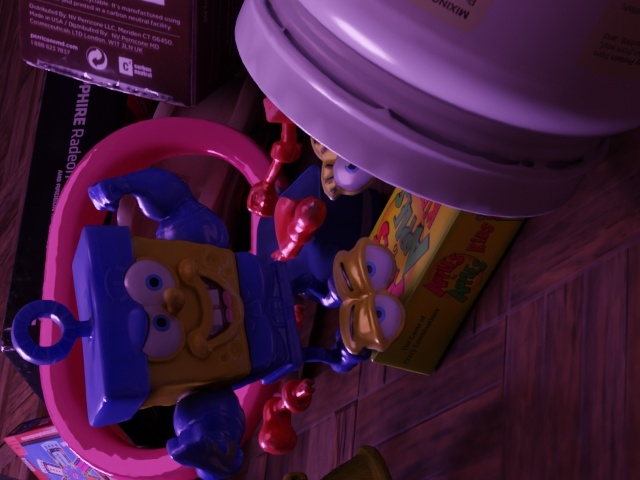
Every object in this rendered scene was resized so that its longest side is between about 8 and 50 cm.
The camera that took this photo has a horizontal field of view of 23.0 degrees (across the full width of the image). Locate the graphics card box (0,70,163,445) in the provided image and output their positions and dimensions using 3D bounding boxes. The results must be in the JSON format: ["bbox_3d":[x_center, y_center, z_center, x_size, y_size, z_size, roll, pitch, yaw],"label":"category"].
[{"bbox_3d":[-0.200,-0.017,1.481,0.233,0.094,0.371,74,-162,-59],"label":"graphics card box"}]

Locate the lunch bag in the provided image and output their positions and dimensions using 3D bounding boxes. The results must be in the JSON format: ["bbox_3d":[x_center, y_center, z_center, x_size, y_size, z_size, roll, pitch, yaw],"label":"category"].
[{"bbox_3d":[0.000,0.000,1.129,0.098,0.065,0.067,-40,37,43],"label":"lunch bag"}]

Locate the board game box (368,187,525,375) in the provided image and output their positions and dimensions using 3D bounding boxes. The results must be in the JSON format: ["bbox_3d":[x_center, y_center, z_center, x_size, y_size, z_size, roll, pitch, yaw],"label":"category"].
[{"bbox_3d":[0.080,-0.016,0.963,0.092,0.043,0.181,-103,34,-52],"label":"board game box"}]

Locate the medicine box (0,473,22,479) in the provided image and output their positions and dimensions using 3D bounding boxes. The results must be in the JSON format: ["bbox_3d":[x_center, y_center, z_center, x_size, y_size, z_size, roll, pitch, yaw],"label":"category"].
[{"bbox_3d":[-0.417,0.414,1.774,0.289,0.149,0.264,-38,36,60],"label":"medicine box"}]

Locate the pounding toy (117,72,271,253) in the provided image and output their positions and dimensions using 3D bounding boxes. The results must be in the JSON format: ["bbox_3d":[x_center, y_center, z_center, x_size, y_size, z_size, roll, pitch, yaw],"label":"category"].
[{"bbox_3d":[-0.079,-0.023,1.350,0.154,0.154,0.270,76,-148,-72],"label":"pounding toy"}]

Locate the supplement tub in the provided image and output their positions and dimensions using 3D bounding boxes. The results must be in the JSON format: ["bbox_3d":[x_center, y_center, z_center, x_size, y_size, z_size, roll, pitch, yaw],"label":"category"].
[{"bbox_3d":[0.111,-0.197,0.736,0.235,0.235,0.325,-103,35,-53],"label":"supplement tub"}]

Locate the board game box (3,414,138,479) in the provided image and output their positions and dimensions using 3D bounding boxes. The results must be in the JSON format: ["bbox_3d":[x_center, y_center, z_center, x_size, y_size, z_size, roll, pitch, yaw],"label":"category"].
[{"bbox_3d":[-0.199,0.215,1.405,0.027,0.145,0.281,-44,8,-24],"label":"board game box"}]

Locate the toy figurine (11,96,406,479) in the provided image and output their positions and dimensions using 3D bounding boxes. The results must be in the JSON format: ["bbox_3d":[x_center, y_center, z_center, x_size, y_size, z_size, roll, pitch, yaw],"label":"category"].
[{"bbox_3d":[-0.082,0.087,0.953,0.191,0.217,0.363,139,127,-58],"label":"toy figurine"}]

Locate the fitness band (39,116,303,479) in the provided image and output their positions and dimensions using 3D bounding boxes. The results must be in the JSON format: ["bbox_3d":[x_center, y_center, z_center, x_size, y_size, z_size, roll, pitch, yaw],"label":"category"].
[{"bbox_3d":[-0.118,0.044,1.216,0.054,0.209,0.291,35,-125,-65],"label":"fitness band"}]

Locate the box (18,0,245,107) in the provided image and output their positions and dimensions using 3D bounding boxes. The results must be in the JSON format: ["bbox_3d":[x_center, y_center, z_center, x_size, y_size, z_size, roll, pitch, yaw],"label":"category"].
[{"bbox_3d":[-0.125,-0.237,1.288,0.203,0.168,0.167,-46,-34,-51],"label":"box"}]
